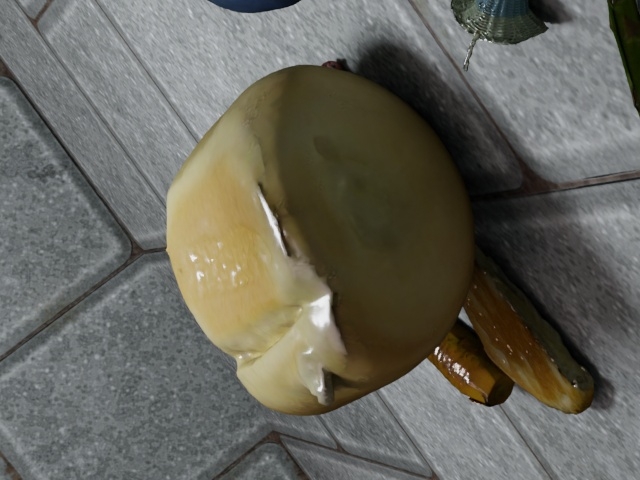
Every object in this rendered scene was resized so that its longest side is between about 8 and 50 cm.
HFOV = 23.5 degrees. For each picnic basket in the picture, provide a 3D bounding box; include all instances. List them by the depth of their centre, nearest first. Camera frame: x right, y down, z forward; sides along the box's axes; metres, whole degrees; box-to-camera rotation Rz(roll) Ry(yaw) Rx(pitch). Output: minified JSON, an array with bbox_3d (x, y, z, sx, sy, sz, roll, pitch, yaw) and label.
[{"bbox_3d":[0.146,-0.180,1.247,0.083,0.065,0.083,33,135,29],"label":"picnic basket"}]

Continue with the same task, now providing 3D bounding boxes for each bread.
[{"bbox_3d":[0.000,0.000,1.655,0.348,0.253,0.376,65,152,8],"label":"bread"}]

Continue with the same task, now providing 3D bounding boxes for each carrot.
[{"bbox_3d":[0.140,0.117,1.913,0.260,0.070,0.070,40,161,39],"label":"carrot"}]

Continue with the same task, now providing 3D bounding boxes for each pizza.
[{"bbox_3d":[0.205,0.085,1.709,0.262,0.034,0.181,54,165,-3],"label":"pizza"}]

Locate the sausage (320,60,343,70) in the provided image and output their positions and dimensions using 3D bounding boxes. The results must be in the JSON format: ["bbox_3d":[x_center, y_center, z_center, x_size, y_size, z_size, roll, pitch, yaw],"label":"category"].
[{"bbox_3d":[0.015,-0.142,1.760,0.029,0.029,0.223,46,164,22],"label":"sausage"}]

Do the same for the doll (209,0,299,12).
[{"bbox_3d":[-0.076,-0.320,1.444,0.228,0.154,0.258,43,169,18],"label":"doll"}]

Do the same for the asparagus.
[{"bbox_3d":[0.220,-0.171,1.105,0.034,0.027,0.236,30,154,43],"label":"asparagus"}]
